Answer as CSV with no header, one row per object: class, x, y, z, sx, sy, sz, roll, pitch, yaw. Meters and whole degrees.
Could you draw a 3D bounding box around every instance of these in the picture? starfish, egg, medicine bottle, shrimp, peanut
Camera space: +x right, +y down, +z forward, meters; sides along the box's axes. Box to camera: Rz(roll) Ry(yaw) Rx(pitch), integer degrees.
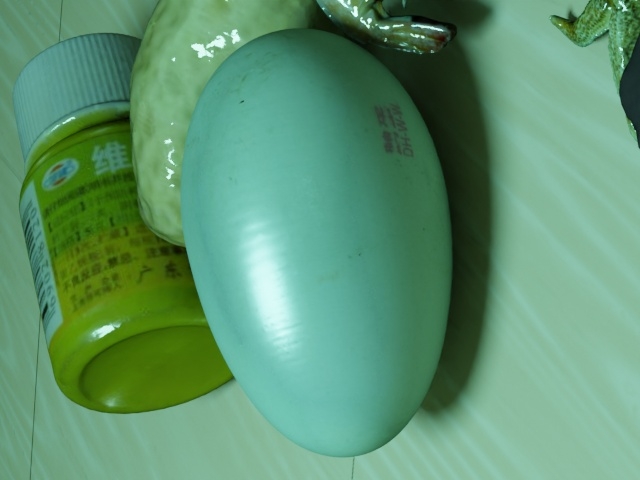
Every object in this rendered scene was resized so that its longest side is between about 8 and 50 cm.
starfish,0.241,-0.182,1.069,0.217,0.050,0.223,7,98,51
egg,0.000,0.000,1.257,0.230,0.230,0.371,-23,76,55
medicine bottle,-0.214,-0.024,1.603,0.224,0.224,0.384,-52,46,42
shrimp,0.093,-0.220,1.208,0.251,0.052,0.144,17,122,27
peanut,-0.076,-0.175,1.423,0.192,0.169,0.387,25,99,12

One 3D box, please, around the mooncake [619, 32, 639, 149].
mooncake,0.305,-0.156,0.732,0.350,0.212,0.381,-84,16,-66
